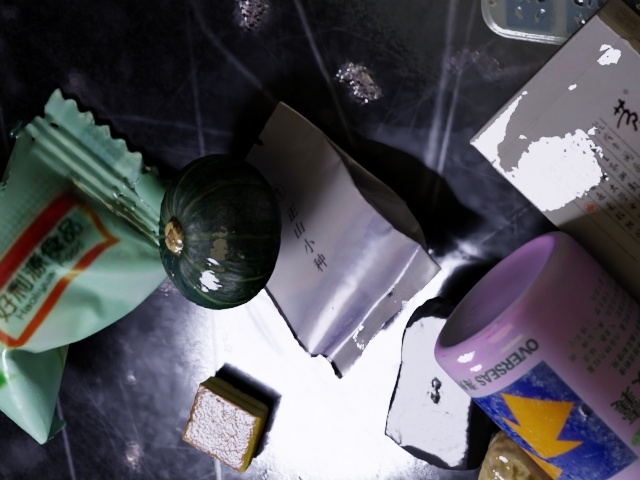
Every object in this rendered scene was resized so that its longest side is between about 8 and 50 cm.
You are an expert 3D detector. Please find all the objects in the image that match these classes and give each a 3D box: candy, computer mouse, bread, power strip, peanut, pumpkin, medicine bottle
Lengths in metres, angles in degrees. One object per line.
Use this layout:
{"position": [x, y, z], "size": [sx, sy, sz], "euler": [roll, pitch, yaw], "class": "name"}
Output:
{"position": [-0.331, 0.037, 1.598], "size": [0.263, 0.172, 0.398], "euler": [38, 106, -2], "class": "candy"}
{"position": [0.136, 0.150, 1.422], "size": [0.122, 0.073, 0.217], "euler": [24, 123, 25], "class": "computer mouse"}
{"position": [-0.115, 0.224, 1.616], "size": [0.090, 0.035, 0.094], "euler": [27, 122, 15], "class": "bread"}
{"position": [0.274, -0.211, 1.200], "size": [0.286, 0.048, 0.080], "euler": [11, 116, 26], "class": "power strip"}
{"position": [0.222, 0.301, 1.431], "size": [0.108, 0.095, 0.226], "euler": [-6, 111, 17], "class": "peanut"}
{"position": [-0.107, -0.009, 1.415], "size": [0.167, 0.125, 0.167], "euler": [22, 120, 44], "class": "pumpkin"}
{"position": [0.266, 0.149, 1.270], "size": [0.290, 0.178, 0.178], "euler": [46, 126, -7], "class": "medicine bottle"}

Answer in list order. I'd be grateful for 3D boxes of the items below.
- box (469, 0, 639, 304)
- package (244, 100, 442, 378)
{"position": [0.331, -0.031, 1.217], "size": [0.365, 0.051, 0.204], "euler": [43, 136, 0], "class": "box"}
{"position": [0.000, 0.000, 1.444], "size": [0.251, 0.062, 0.204], "euler": [50, 127, 16], "class": "package"}
